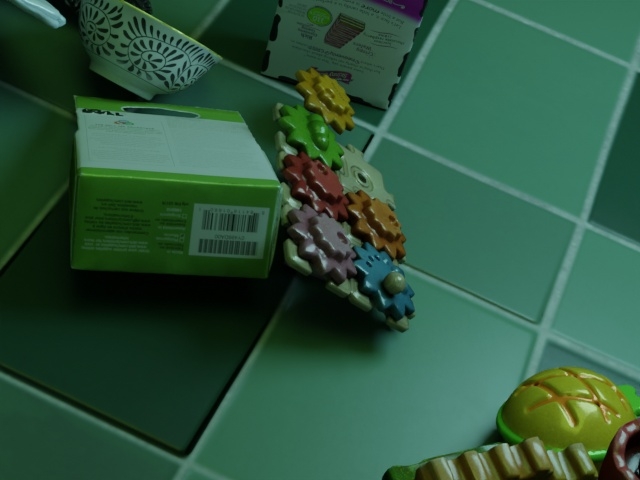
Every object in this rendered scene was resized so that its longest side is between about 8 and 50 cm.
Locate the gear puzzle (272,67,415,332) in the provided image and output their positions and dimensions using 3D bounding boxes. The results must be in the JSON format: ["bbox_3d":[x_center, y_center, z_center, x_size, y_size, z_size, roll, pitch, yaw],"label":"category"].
[{"bbox_3d":[0.029,-0.066,1.268,0.175,0.044,0.339,32,33,-31],"label":"gear puzzle"}]

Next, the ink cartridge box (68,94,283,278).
[{"bbox_3d":[-0.154,-0.060,1.239,0.188,0.097,0.255,4,21,-14],"label":"ink cartridge box"}]

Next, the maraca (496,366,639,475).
[{"bbox_3d":[0.237,0.162,1.151,0.127,0.099,0.185,17,22,28],"label":"maraca"}]

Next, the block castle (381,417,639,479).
[{"bbox_3d":[0.139,0.307,0.908,0.453,0.213,0.303,-9,52,-24],"label":"block castle"}]

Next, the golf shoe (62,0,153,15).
[{"bbox_3d":[-0.281,-0.306,1.424,0.198,0.077,0.094,30,10,-17],"label":"golf shoe"}]

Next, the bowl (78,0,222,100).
[{"bbox_3d":[-0.197,-0.202,1.335,0.170,0.080,0.170,28,2,-1],"label":"bowl"}]

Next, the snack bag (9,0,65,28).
[{"bbox_3d":[-0.429,-0.331,1.220,0.342,0.037,0.323,31,2,-41],"label":"snack bag"}]

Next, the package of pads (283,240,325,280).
[{"bbox_3d":[0.000,0.000,1.267,0.050,0.032,0.083,24,47,3],"label":"package of pads"}]

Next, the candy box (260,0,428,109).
[{"bbox_3d":[0.036,-0.269,1.382,0.159,0.233,0.071,16,46,-4],"label":"candy box"}]
